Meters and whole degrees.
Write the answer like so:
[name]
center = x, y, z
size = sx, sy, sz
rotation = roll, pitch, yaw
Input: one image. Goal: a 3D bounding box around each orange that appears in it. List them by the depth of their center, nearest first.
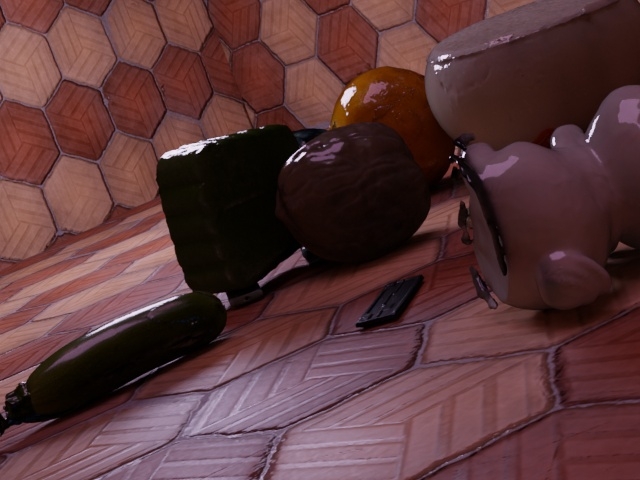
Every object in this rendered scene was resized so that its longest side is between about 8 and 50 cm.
[orange]
center = 0.128, -0.189, 2.179
size = 0.240, 0.240, 0.240
rotation = -20, 9, 3

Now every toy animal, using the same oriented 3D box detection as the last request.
[toy animal]
center = 0.290, -0.048, 1.188
size = 0.310, 0.182, 0.247
rotation = -16, 14, -3

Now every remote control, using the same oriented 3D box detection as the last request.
[remote control]
center = -0.114, 0.077, 1.832
size = 0.053, 0.017, 0.124
rotation = -20, 9, -4

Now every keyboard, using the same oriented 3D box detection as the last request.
[keyboard]
center = 0.083, 0.071, 1.449
size = 0.053, 0.010, 0.155
rotation = -16, 10, 21

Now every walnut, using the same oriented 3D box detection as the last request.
[walnut]
center = 0.042, -0.066, 1.781
size = 0.224, 0.224, 0.224
rotation = -20, 9, 3

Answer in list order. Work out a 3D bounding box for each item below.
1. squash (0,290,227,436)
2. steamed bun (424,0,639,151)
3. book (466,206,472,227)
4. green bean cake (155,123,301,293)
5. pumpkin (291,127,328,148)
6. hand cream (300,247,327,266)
[squash]
center = -0.262, 0.147, 1.556
size = 0.331, 0.087, 0.087
rotation = -26, 10, -24
[steamed bun]
center = 0.360, -0.255, 2.007
size = 0.374, 0.241, 0.374
rotation = -17, 13, 4
[book]
center = 0.240, -0.045, 1.761
size = 0.077, 0.014, 0.111
rotation = -20, 9, 3
[green bean cake]
center = -0.119, -0.052, 1.857
size = 0.125, 0.222, 0.248
rotation = -9, 10, 41
[pumpkin]
center = -0.044, -0.135, 2.477
size = 0.233, 0.163, 0.233
rotation = -21, 11, 4
[hand cream]
center = 0.001, 0.000, 1.978
size = 0.075, 0.052, 0.248
rotation = -47, 17, 1
